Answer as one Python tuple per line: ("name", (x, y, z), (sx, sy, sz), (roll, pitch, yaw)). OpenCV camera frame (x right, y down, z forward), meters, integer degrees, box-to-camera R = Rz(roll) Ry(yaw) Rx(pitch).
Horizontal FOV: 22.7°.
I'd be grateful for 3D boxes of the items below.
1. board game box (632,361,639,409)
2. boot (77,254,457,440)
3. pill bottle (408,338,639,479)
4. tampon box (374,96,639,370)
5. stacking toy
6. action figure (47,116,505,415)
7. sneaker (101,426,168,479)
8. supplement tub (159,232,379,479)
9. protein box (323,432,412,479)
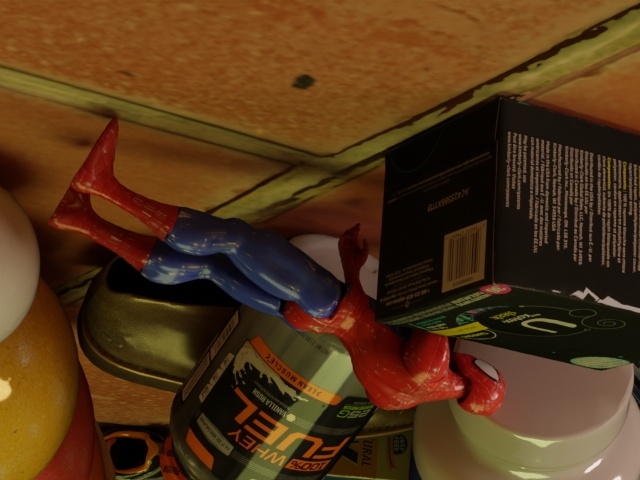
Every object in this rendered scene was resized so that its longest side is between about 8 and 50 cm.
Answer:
("board game box", (0.208, 0.081, 1.096), (0.170, 0.048, 0.141), (-14, 124, 49))
("boot", (-0.019, 0.070, 1.152), (0.305, 0.112, 0.115), (10, 152, -11))
("pill bottle", (0.135, 0.159, 1.073), (0.152, 0.152, 0.272), (4, 140, 4))
("tampon box", (0.129, 0.002, 0.864), (0.161, 0.101, 0.120), (13, 162, -26))
("stacking toy", (-0.273, 0.101, 1.121), (0.351, 0.350, 0.480), (10, 144, -16))
("action figure", (0.000, 0.000, 0.931), (0.280, 0.139, 0.091), (32, 150, -9))
("sneaker", (-0.264, 0.259, 1.900), (0.215, 0.084, 0.083), (-10, 158, 15))
("supplement tub", (-0.024, 0.098, 1.058), (0.117, 0.117, 0.190), (15, 123, -31))
("protein box", (-0.006, 0.140, 1.309), (0.200, 0.136, 0.201), (5, 164, 1))
